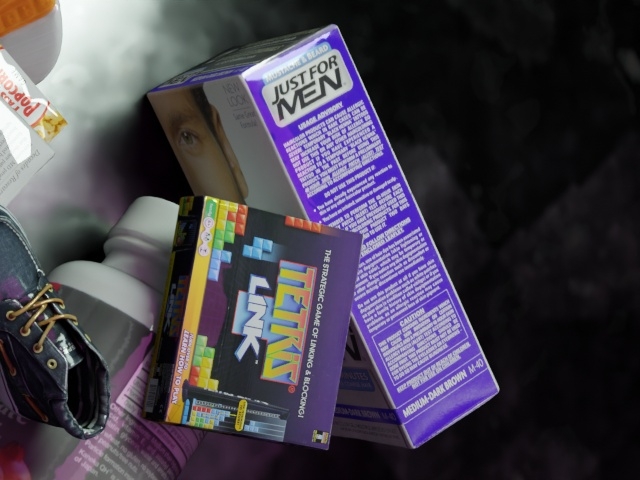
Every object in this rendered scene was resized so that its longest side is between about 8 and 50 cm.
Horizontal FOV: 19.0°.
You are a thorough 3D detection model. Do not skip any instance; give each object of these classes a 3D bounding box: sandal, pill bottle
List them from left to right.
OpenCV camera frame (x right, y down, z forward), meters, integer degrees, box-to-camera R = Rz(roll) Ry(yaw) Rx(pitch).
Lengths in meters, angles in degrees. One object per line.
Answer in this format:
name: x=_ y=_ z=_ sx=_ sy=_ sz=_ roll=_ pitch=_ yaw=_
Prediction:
sandal: x=-0.263 y=-0.248 z=1.494 sx=0.076 sy=0.102 sz=0.265 roll=-66 pitch=143 yaw=-64
pill bottle: x=-0.179 y=0.128 z=1.488 sx=0.176 sy=0.176 sz=0.318 roll=42 pitch=68 yaw=-23

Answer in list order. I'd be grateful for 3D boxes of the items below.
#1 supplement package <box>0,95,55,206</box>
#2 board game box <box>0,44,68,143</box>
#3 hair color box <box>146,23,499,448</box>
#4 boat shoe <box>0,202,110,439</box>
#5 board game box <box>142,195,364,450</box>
supplement package: x=-0.355 y=-0.012 z=1.370 sx=0.145 sy=0.204 sz=0.262 roll=47 pitch=66 yaw=-19
board game box: x=-0.294 y=-0.141 z=1.445 sx=0.045 sy=0.147 sz=0.193 roll=-48 pitch=111 yaw=-23
hair color box: x=0.000 y=0.000 z=1.595 sx=0.110 sy=0.185 sz=0.339 roll=-29 pitch=103 yaw=-26
boat shoe: x=-0.196 y=0.054 z=1.323 sx=0.065 sy=0.083 sz=0.183 roll=-40 pitch=130 yaw=-34
board game box: x=-0.049 y=0.063 z=1.434 sx=0.141 sy=0.048 sz=0.170 roll=12 pitch=83 yaw=-27
